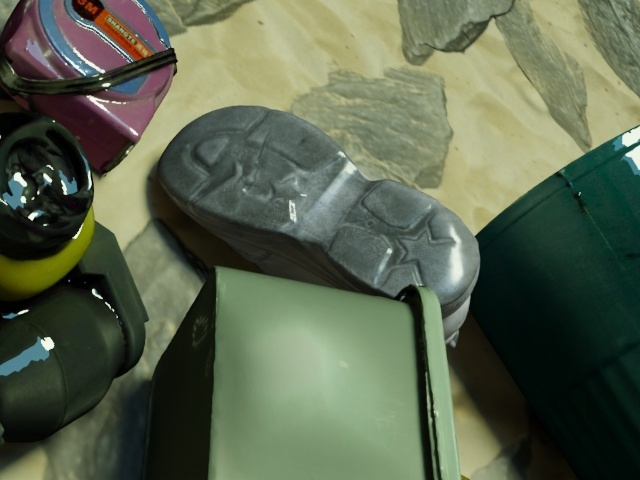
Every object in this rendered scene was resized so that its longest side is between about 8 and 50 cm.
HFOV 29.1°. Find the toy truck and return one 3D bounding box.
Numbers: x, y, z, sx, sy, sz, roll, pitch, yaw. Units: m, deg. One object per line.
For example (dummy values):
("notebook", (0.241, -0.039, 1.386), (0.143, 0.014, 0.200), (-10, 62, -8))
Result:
("toy truck", (-0.188, 0.050, 0.615), (0.165, 0.147, 0.224), (60, 38, -17))

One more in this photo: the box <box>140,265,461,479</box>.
("box", (-0.019, 0.133, 0.671), (0.135, 0.163, 0.243), (16, 46, -19))

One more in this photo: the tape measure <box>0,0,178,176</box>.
("tape measure", (-0.161, -0.120, 0.837), (0.118, 0.074, 0.125), (40, 43, -14))

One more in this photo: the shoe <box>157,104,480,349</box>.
("shoe", (0.000, 0.000, 0.849), (0.245, 0.138, 0.095), (27, 66, 22))

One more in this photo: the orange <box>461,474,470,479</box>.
("orange", (0.063, 0.183, 0.750), (0.085, 0.085, 0.095), (46, 48, 3))

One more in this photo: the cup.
("cup", (0.267, 0.099, 0.928), (0.242, 0.308, 0.292), (-25, 71, -17))
